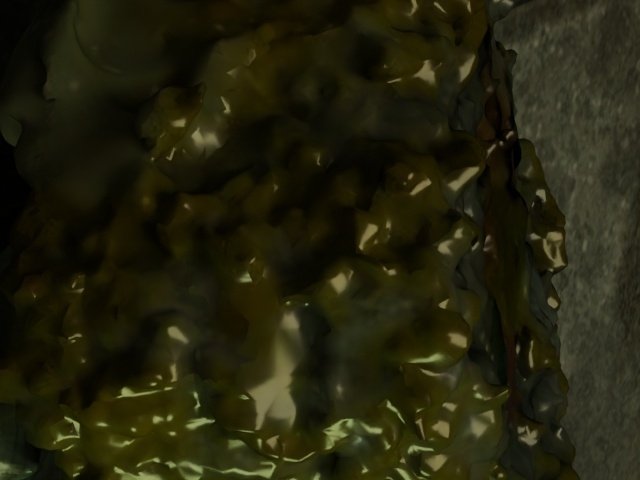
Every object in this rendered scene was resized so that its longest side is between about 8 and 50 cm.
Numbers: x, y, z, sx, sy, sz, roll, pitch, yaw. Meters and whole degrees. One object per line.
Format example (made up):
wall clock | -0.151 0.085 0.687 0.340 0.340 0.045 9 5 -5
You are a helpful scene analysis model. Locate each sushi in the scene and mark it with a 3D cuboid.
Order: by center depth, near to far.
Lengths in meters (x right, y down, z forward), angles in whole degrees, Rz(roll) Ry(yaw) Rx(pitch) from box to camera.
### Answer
sushi | 0.000 0.000 0.814 0.351 0.240 0.397 69 20 -47

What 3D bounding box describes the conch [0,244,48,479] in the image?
conch | -0.180 0.063 0.802 0.234 0.114 0.137 -76 176 -73
